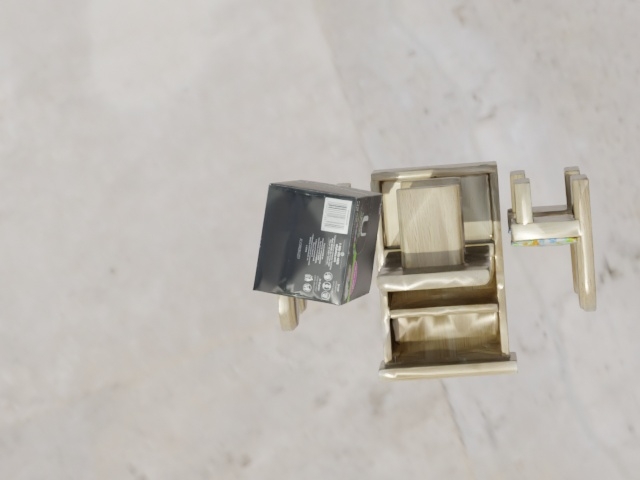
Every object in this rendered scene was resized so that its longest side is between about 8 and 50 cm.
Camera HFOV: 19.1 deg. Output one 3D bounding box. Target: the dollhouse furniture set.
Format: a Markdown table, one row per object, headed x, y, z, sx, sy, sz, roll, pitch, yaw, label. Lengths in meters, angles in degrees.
| x | y | z | sx | sy | sz | roll | pitch | yaw | label |
| --- | --- | --- | --- | --- | --- | --- | --- | --- | --- |
| 0.085 | 0.034 | 1.360 | 0.212 | 0.242 | 0.161 | -4 | 96 | 5 | dollhouse furniture set |

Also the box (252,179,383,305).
| x | y | z | sx | sy | sz | roll | pitch | yaw | label |
| --- | --- | --- | --- | --- | --- | --- | --- | --- | --- |
| 0.000 | 0.000 | 1.057 | 0.052 | 0.083 | 0.062 | 10 | 94 | 11 | box |
